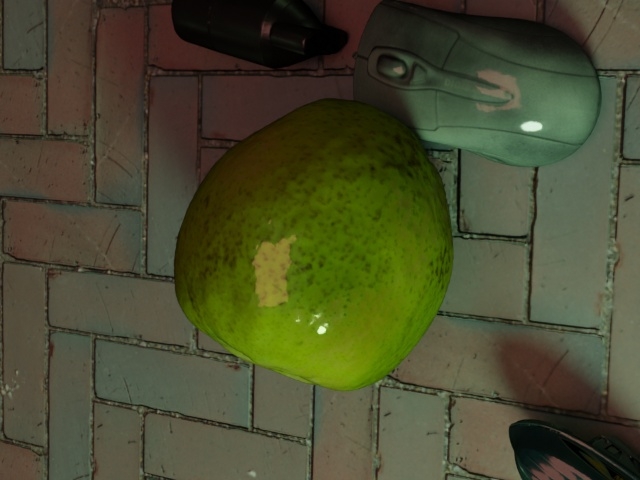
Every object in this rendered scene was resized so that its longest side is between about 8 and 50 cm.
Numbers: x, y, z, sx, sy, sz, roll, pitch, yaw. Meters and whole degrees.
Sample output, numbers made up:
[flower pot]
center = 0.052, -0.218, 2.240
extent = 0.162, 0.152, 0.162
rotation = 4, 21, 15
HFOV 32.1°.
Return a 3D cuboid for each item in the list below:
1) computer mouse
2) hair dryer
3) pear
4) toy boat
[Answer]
[computer mouse]
center = 0.178, -0.209, 1.456
extent = 0.371, 0.122, 0.188
rotation = 19, 104, 32
[hair dryer]
center = -0.061, -0.403, 1.599
extent = 0.244, 0.116, 0.302
rotation = 20, 97, 26
[pear]
center = 0.000, 0.000, 1.454
extent = 0.391, 0.391, 0.391
rotation = 3, 96, 31
[toy boat]
center = 0.357, 0.321, 1.383
extent = 0.296, 0.122, 0.114
rotation = 38, 132, 13
